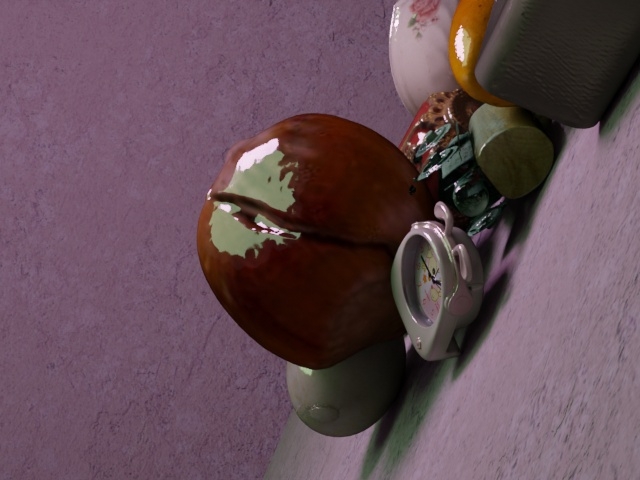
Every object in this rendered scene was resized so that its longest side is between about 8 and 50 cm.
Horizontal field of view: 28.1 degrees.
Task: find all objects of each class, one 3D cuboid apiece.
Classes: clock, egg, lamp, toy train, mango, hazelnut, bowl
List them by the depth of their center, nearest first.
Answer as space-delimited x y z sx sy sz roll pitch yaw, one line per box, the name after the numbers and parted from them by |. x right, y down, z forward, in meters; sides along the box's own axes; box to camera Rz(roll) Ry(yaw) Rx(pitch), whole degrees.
0.153 0.049 1.629 0.191 0.062 0.151 109 149 -48 | clock
0.246 -0.264 1.677 0.257 0.138 0.187 -22 -66 -53 | mango
0.218 -0.120 1.717 0.189 0.126 0.307 -49 6 14 | toy train
0.000 0.000 1.857 0.315 0.372 0.372 -39 -27 -84 | hazelnut
0.193 -0.115 2.006 0.274 0.177 0.177 120 173 -50 | lamp
0.041 0.193 2.023 0.186 0.186 0.253 117 175 -51 | egg
0.251 -0.317 2.112 0.145 0.277 0.277 8 68 41 | bowl

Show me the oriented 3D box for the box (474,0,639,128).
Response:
0.323 -0.361 1.432 0.352 0.177 0.344 -70 3 -48 | box
